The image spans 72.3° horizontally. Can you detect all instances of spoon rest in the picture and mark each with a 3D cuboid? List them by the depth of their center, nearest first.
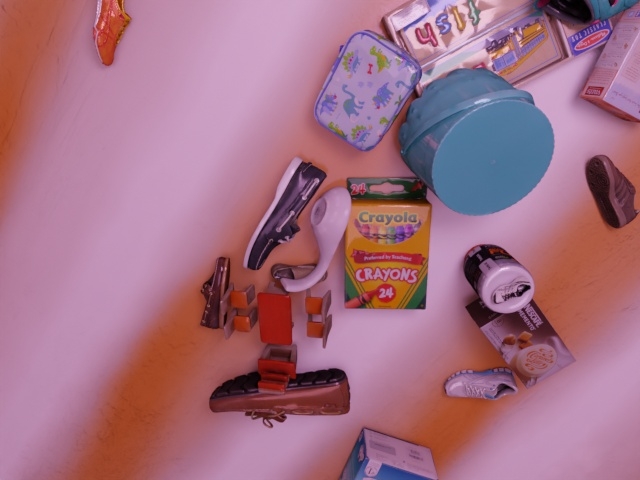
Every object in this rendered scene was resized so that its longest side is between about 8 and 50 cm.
[{"bbox_3d":[0.000,0.000,1.043,0.084,0.137,0.276,20,106,-30],"label":"spoon rest"}]

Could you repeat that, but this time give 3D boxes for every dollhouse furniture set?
[{"bbox_3d":[-0.110,0.240,1.096,0.262,0.135,0.259,4,117,9],"label":"dollhouse furniture set"}]

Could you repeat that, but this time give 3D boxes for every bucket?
[{"bbox_3d":[0.315,-0.198,0.899,0.281,0.183,0.281,-4,124,-6],"label":"bucket"}]

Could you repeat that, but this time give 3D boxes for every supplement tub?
[{"bbox_3d":[0.402,0.079,1.014,0.117,0.190,0.116,1,107,2],"label":"supplement tub"}]

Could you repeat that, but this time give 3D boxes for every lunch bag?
[{"bbox_3d":[0.096,-0.321,0.938,0.176,0.090,0.219,32,121,2],"label":"lunch bag"}]

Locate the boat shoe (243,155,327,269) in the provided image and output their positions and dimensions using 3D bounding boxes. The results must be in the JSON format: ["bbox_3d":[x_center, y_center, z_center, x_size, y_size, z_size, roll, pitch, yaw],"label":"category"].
[{"bbox_3d":[-0.088,-0.047,1.045,0.091,0.114,0.302,28,107,1],"label":"boat shoe"}]

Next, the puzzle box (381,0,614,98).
[{"bbox_3d":[0.370,-0.448,0.929,0.409,0.052,0.272,-27,104,11],"label":"puzzle box"}]

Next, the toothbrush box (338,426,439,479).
[{"bbox_3d":[0.172,0.718,1.254,0.216,0.126,0.295,19,106,-3],"label":"toothbrush box"}]

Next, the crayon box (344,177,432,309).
[{"bbox_3d":[0.158,0.009,1.064,0.202,0.081,0.318,0,106,4],"label":"crayon box"}]

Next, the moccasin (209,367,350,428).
[{"bbox_3d":[-0.109,0.435,1.190,0.380,0.139,0.146,-4,98,-5],"label":"moccasin"}]

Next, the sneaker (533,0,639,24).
[{"bbox_3d":[0.465,-0.525,0.815,0.178,0.124,0.295,-40,99,6],"label":"sneaker"}]

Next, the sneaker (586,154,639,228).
[{"bbox_3d":[0.679,-0.122,1.013,0.071,0.066,0.188,-30,109,-6],"label":"sneaker"}]

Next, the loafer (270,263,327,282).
[{"bbox_3d":[-0.056,0.090,1.116,0.148,0.050,0.056,0,107,3],"label":"loafer"}]

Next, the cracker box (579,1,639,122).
[{"bbox_3d":[0.662,-0.378,0.900,0.156,0.067,0.232,14,108,-24],"label":"cracker box"}]

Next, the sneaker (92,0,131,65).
[{"bbox_3d":[-0.456,-0.474,0.964,0.068,0.064,0.175,12,110,-11],"label":"sneaker"}]

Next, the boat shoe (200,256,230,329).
[{"bbox_3d":[-0.275,0.138,1.132,0.073,0.073,0.206,9,107,-2],"label":"boat shoe"}]

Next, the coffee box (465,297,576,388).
[{"bbox_3d":[0.494,0.230,1.084,0.141,0.098,0.246,-36,111,12],"label":"coffee box"}]

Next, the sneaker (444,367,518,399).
[{"bbox_3d":[0.428,0.390,1.164,0.191,0.083,0.071,-13,107,8],"label":"sneaker"}]

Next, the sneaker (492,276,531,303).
[{"bbox_3d":[0.393,0.106,0.903,0.083,0.037,0.032,-38,103,15],"label":"sneaker"}]
